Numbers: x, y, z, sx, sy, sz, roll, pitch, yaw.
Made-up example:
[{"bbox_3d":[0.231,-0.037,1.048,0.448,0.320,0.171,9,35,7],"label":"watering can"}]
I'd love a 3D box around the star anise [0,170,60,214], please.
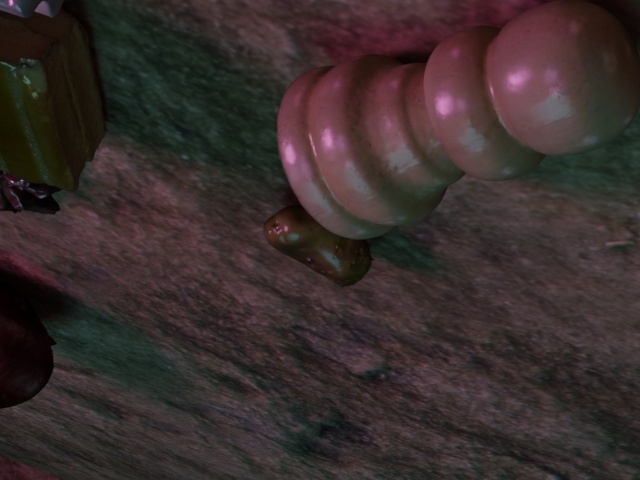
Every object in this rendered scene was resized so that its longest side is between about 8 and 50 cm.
[{"bbox_3d":[-0.409,-0.093,1.381,0.195,0.065,0.182,36,145,-15],"label":"star anise"}]

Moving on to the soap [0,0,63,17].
[{"bbox_3d":[-0.316,-0.285,0.829,0.265,0.160,0.087,18,-166,1],"label":"soap"}]

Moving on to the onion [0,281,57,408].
[{"bbox_3d":[-0.619,0.182,1.809,0.347,0.285,0.347,28,171,5],"label":"onion"}]

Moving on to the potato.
[{"bbox_3d":[0.000,0.000,1.282,0.138,0.070,0.091,34,155,-26],"label":"potato"}]

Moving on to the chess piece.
[{"bbox_3d":[0.123,-0.104,0.916,0.299,0.167,0.167,-13,140,42],"label":"chess piece"}]

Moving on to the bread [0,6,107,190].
[{"bbox_3d":[-0.360,-0.174,1.134,0.239,0.111,0.246,17,153,3],"label":"bread"}]
